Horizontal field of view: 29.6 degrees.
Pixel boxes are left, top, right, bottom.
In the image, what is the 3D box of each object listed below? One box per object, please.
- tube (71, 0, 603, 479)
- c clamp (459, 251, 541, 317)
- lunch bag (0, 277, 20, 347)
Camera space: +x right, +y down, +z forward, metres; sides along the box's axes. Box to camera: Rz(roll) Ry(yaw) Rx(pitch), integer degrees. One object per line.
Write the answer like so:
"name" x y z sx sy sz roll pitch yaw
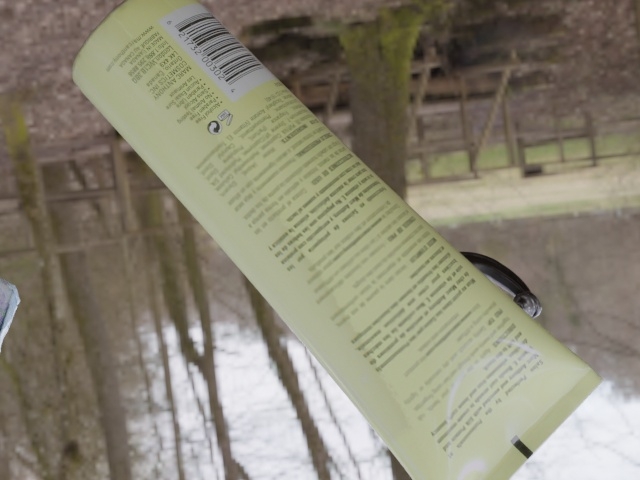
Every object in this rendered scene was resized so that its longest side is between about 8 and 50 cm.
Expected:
"tube" 0.000 0.000 0.486 0.070 0.240 0.062 -47 173 17
"c clamp" 0.109 0.061 0.926 0.137 0.022 0.160 28 -139 33
"lunch bag" -0.172 0.040 0.493 0.083 0.053 0.071 7 -138 -1
